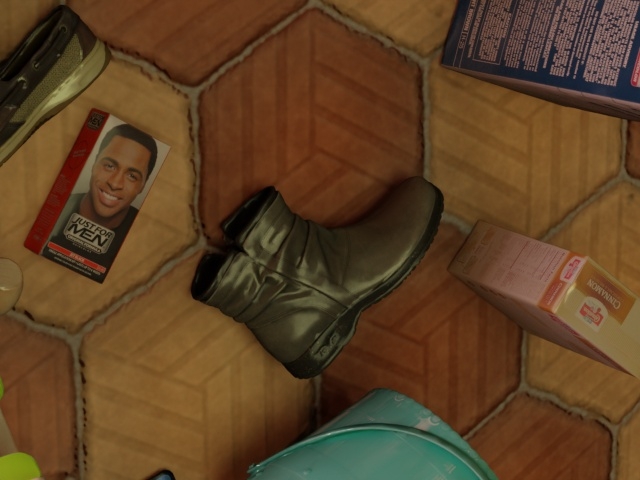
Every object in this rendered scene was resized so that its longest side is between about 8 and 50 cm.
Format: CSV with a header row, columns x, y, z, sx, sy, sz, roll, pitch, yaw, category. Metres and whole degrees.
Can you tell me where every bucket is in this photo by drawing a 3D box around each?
x,y,z,sx,sy,sz,roll,pitch,yaw,category
0.063,0.290,1.716,0.183,0.281,0.281,-41,118,-20,bucket

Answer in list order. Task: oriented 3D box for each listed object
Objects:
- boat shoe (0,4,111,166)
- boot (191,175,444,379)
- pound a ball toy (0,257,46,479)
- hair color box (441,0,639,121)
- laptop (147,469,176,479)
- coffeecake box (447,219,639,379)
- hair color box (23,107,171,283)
x,y,z,sx,sy,sz,roll,pitch,yaw,category
-0.279,-0.115,1.526,0.223,0.080,0.073,-45,114,-20,boat shoe
0.000,0.000,1.714,0.161,0.083,0.246,44,77,-24,boot
-0.378,0.168,1.519,0.319,0.136,0.208,-21,78,-21,pound a ball toy
0.286,-0.172,1.677,0.174,0.347,0.105,13,95,-32,hair color box
-0.201,0.500,1.631,0.236,0.408,0.382,-17,114,10,laptop
0.241,0.058,1.801,0.142,0.185,0.068,37,83,-32,coffeecake box
-0.201,-0.040,1.605,0.072,0.043,0.141,27,87,-31,hair color box
